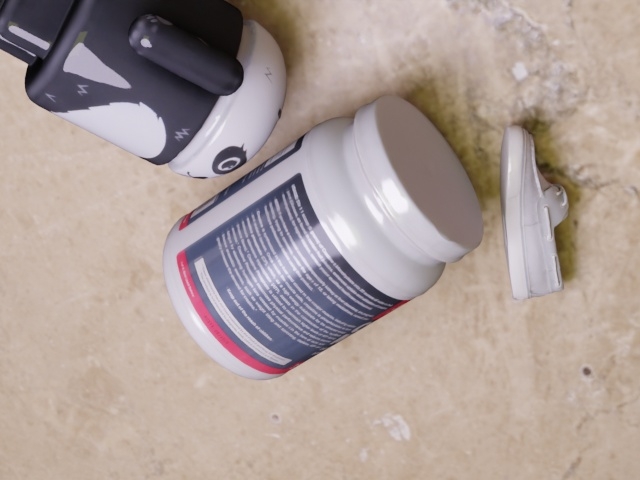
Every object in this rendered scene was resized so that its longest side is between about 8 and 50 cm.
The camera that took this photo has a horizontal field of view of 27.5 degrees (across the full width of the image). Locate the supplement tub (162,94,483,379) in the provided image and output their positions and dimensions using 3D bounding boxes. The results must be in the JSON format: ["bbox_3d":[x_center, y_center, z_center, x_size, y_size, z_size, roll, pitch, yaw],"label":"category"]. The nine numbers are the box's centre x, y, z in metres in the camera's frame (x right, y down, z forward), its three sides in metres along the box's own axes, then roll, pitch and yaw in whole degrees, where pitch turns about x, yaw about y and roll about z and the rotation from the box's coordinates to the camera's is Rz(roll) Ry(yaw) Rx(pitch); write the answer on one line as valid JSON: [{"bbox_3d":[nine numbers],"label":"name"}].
[{"bbox_3d":[0.000,0.000,1.267,0.272,0.191,0.191,-32,102,26],"label":"supplement tub"}]

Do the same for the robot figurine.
[{"bbox_3d":[-0.167,-0.167,1.222,0.278,0.209,0.173,27,120,-23],"label":"robot figurine"}]

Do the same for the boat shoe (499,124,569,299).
[{"bbox_3d":[0.210,-0.027,1.270,0.063,0.066,0.184,-6,110,4],"label":"boat shoe"}]
